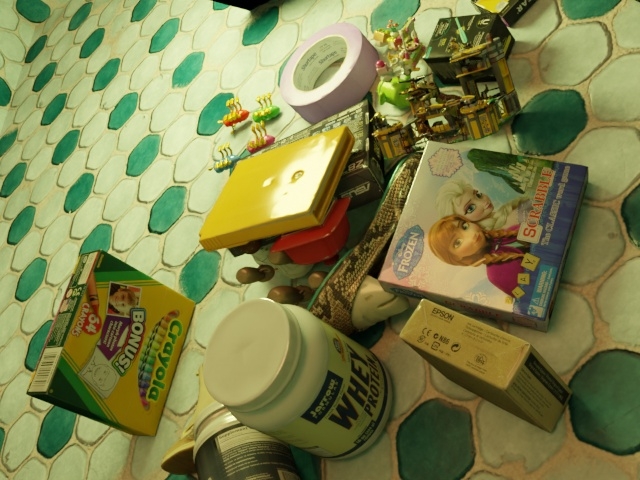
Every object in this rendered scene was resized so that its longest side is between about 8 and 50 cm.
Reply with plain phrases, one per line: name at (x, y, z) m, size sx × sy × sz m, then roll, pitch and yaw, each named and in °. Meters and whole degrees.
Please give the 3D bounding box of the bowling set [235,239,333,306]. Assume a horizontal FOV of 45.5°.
bowling set at (-0.091, 0.063, 1.713) m, size 0.287 × 0.154 × 0.200 m, roll -24°, pitch 79°, yaw 24°

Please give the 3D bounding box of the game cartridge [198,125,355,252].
game cartridge at (-0.099, -0.109, 1.668) m, size 0.323 × 0.053 × 0.285 m, roll -14°, pitch 38°, yaw 35°

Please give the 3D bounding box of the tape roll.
tape roll at (0.023, -0.454, 2.071) m, size 0.274 × 0.090 × 0.275 m, roll -23°, pitch 50°, yaw 29°

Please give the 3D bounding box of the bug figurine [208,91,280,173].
bug figurine at (-0.217, -0.305, 2.193) m, size 0.216 × 0.072 × 0.279 m, roll -16°, pitch 47°, yaw 26°

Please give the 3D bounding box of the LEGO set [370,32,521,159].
LEGO set at (0.255, -0.314, 1.624) m, size 0.255 × 0.192 × 0.331 m, roll -32°, pitch 17°, yaw -38°

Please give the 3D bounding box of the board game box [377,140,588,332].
board game box at (0.308, -0.019, 1.444) m, size 0.317 × 0.066 × 0.319 m, roll 12°, pitch 69°, yaw 24°

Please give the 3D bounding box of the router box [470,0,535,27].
router box at (0.463, -0.602, 1.810) m, size 0.179 × 0.046 × 0.133 m, roll -47°, pitch 42°, yaw 6°

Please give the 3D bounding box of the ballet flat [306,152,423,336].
ballet flat at (0.145, 0.037, 1.574) m, size 0.182 × 0.164 × 0.483 m, roll 27°, pitch 78°, yaw 35°

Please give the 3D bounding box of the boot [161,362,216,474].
boot at (-0.262, 0.390, 1.724) m, size 0.262 × 0.095 × 0.203 m, roll -42°, pitch 37°, yaw 22°

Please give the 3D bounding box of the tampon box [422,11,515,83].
tampon box at (0.343, -0.441, 1.762) m, size 0.161 × 0.101 × 0.121 m, roll 9°, pitch 69°, yaw 44°

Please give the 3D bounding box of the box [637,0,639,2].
box at (0.683, -0.603, 1.589) m, size 0.180 × 0.077 × 0.147 m, roll -43°, pitch 42°, yaw 9°

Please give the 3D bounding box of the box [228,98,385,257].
box at (-0.042, -0.152, 1.803) m, size 0.394 × 0.097 × 0.318 m, roll -23°, pitch 31°, yaw 18°

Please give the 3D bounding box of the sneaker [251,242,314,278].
sneaker at (-0.108, 0.025, 1.825) m, size 0.232 × 0.115 × 0.090 m, roll 5°, pitch 65°, yaw 44°

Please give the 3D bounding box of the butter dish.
butter dish at (0.000, 0.000, 1.598) m, size 0.160 × 0.118 × 0.160 m, roll -18°, pitch 26°, yaw 29°

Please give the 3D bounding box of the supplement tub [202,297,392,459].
supplement tub at (-0.038, 0.261, 1.431) m, size 0.235 × 0.325 × 0.236 m, roll -21°, pitch 52°, yaw 29°

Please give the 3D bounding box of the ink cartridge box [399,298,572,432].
ink cartridge box at (0.278, 0.208, 1.289) m, size 0.234 × 0.193 × 0.088 m, roll 22°, pitch 76°, yaw 47°

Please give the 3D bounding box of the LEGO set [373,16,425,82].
LEGO set at (0.194, -0.507, 1.906) m, size 0.132 × 0.107 × 0.287 m, roll -14°, pitch 36°, yaw 10°

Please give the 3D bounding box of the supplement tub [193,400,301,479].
supplement tub at (-0.141, 0.458, 1.490) m, size 0.191 × 0.191 × 0.272 m, roll -40°, pitch 42°, yaw 13°

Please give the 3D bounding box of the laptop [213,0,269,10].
laptop at (-0.149, -0.928, 2.461) m, size 0.381 × 0.407 × 0.237 m, roll -15°, pitch 87°, yaw 35°

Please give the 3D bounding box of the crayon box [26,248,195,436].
crayon box at (-0.495, 0.254, 1.862) m, size 0.106 × 0.313 × 0.363 m, roll -10°, pitch 56°, yaw 41°

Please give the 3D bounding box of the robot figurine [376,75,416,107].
robot figurine at (0.187, -0.366, 1.875) m, size 0.101 × 0.067 × 0.115 m, roll -40°, pitch 39°, yaw -13°
